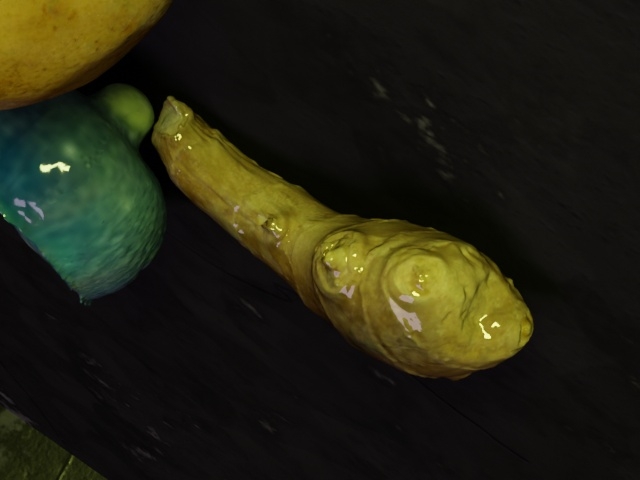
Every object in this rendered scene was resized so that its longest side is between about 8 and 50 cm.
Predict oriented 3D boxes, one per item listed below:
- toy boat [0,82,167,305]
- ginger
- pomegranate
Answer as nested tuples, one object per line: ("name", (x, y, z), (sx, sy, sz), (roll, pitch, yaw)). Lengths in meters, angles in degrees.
("toy boat", (-0.189, -0.067, 1.339), (0.215, 0.123, 0.330), (49, 172, -11))
("ginger", (0.000, 0.000, 1.162), (0.294, 0.086, 0.131), (32, 180, 31))
("pomegranate", (-0.165, -0.141, 0.935), (0.196, 0.196, 0.196), (33, 162, 13))
